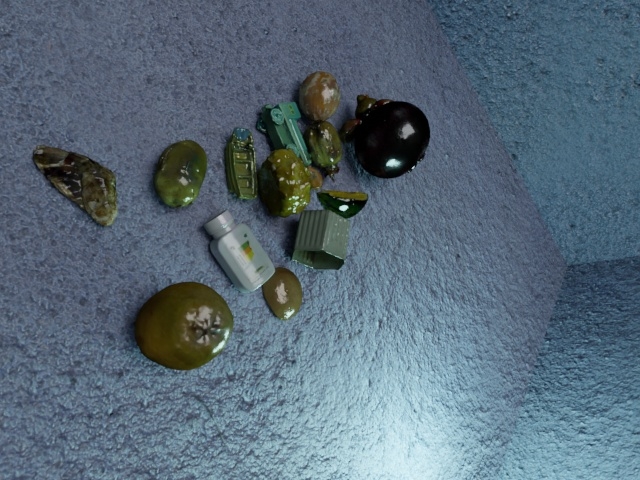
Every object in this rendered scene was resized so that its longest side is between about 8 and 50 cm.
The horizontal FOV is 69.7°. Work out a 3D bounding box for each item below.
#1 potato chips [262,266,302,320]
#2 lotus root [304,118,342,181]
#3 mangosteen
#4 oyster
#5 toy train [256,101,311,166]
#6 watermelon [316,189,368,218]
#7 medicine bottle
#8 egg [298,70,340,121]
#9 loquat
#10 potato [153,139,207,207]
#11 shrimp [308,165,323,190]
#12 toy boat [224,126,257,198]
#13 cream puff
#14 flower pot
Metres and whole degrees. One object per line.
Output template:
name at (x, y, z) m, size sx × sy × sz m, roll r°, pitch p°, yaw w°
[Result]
potato chips at (-0.136, 0.207, 1.808) m, size 0.195 × 0.062 × 0.208 m, roll 23°, pitch 62°, yaw -37°
lotus root at (0.024, -0.399, 2.046) m, size 0.154 × 0.154 × 0.278 m, roll -40°, pitch 117°, yaw -40°
mangosteen at (0.305, -0.507, 2.185) m, size 0.435 × 0.382 × 0.382 m, roll 41°, pitch 54°, yaw -6°
oyster at (-0.728, -0.181, 1.385) m, size 0.294 × 0.094 × 0.166 m, roll 34°, pitch 67°, yaw -23°
toy train at (-0.138, -0.435, 1.933) m, size 0.194 × 0.120 × 0.298 m, roll -25°, pitch 92°, yaw -46°
watermelon at (0.118, -0.179, 2.123) m, size 0.301 × 0.123 × 0.129 m, roll 0°, pitch 47°, yaw -40°
medicine bottle at (-0.301, 0.036, 1.677) m, size 0.161 × 0.111 × 0.296 m, roll -42°, pitch 105°, yaw -39°
egg at (-0.004, -0.640, 2.055) m, size 0.195 × 0.195 × 0.233 m, roll 12°, pitch 69°, yaw -38°
loquat at (-0.416, 0.258, 1.407) m, size 0.276 × 0.284 × 0.275 m, roll 8°, pitch 78°, yaw -43°
potato at (-0.476, -0.234, 1.573) m, size 0.169 × 0.144 × 0.248 m, roll 39°, pitch 55°, yaw -40°
shrimp at (-0.067, -0.271, 2.008) m, size 0.188 × 0.051 × 0.132 m, roll -15°, pitch 68°, yaw -46°
toy boat at (-0.308, -0.291, 1.779) m, size 0.111 × 0.084 × 0.276 m, roll -1°, pitch 82°, yaw -44°
cream puff at (-0.127, -0.226, 1.792) m, size 0.185 × 0.282 × 0.281 m, roll -18°, pitch 91°, yaw -27°
flower pot at (0.000, 0.000, 1.879) m, size 0.239 × 0.209 × 0.189 m, roll 24°, pitch 64°, yaw -32°
